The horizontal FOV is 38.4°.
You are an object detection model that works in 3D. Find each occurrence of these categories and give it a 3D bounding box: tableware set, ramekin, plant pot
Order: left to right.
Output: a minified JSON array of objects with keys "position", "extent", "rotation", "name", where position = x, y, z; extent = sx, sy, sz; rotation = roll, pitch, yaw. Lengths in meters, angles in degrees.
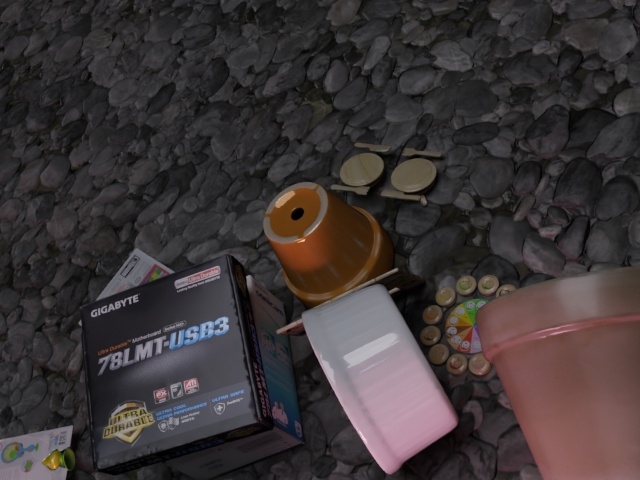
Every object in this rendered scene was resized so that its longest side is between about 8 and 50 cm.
[{"position":[0.000,0.000,1.626],"extent":[0.205,0.188,0.205],"rotation":[-17,51,22],"name":"plant pot"},{"position":[0.096,0.200,1.394],"extent":[0.135,0.277,0.277],"rotation":[-29,49,2],"name":"ramekin"},{"position":[0.129,-0.119,1.734],"extent":[0.194,0.039,0.128],"rotation":[10,54,29],"name":"tableware set"},{"position":[0.388,0.209,1.213],"extent":[0.323,0.323,0.280],"rotation":[-15,71,23],"name":"plant pot"}]

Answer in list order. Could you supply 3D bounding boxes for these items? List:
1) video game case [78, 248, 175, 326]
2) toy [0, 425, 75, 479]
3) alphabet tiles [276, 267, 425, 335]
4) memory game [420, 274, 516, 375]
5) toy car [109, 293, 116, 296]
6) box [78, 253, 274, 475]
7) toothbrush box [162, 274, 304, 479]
[{"position":[-0.384,0.130,1.889],"extent":[0.183,0.023,0.201],"rotation":[27,76,40],"name":"video game case"},{"position":[-0.580,0.449,1.776],"extent":[0.237,0.056,0.136],"rotation":[-16,50,16],"name":"toy"},{"position":[0.049,0.108,1.534],"extent":[0.237,0.198,0.009],"rotation":[-27,75,14],"name":"alphabet tiles"},{"position":[0.249,0.137,1.508],"extent":[0.186,0.012,0.186],"rotation":[-15,54,22],"name":"memory game"},{"position":[-0.287,0.162,1.626],"extent":[0.225,0.053,0.239],"rotation":[-29,49,15],"name":"toy car"},{"position":[-0.243,0.203,1.507],"extent":[0.296,0.073,0.293],"rotation":[-18,65,12],"name":"box"},{"position":[-0.167,0.241,1.615],"extent":[0.216,0.126,0.295],"rotation":[-25,51,17],"name":"toothbrush box"}]
